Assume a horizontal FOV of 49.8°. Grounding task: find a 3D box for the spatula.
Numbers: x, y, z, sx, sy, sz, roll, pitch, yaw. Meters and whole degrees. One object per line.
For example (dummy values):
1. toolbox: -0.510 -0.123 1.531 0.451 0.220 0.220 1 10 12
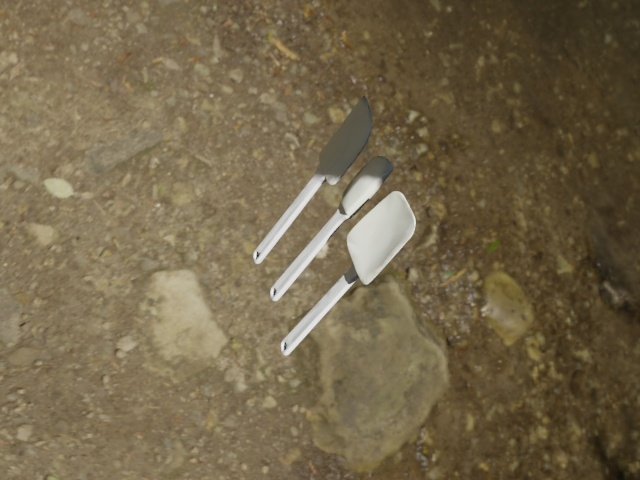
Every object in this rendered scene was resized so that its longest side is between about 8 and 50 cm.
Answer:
1. spatula: 0.000 0.000 0.677 0.019 0.242 0.168 6 49 -36
